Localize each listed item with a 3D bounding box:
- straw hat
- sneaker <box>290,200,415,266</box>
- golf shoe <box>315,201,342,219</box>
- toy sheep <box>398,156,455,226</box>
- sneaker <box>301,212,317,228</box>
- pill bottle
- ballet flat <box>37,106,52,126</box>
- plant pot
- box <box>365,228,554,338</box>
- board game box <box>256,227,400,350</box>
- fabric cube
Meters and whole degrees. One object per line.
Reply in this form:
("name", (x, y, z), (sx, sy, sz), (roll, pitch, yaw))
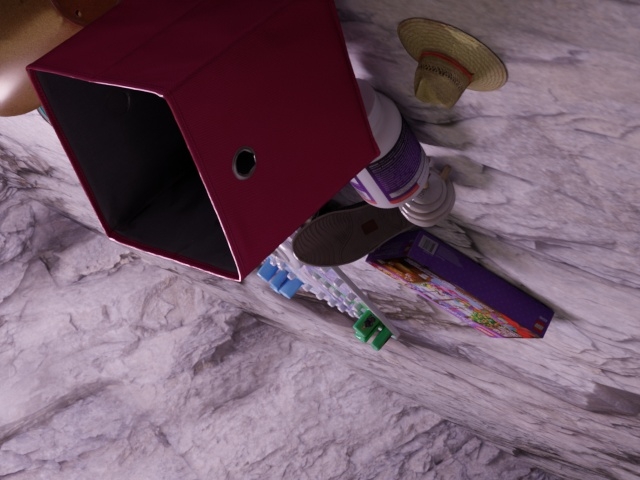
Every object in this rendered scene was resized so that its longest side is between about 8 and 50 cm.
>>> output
("straw hat", (0.135, -0.180, 1.362), (0.144, 0.061, 0.144), (27, 168, 6))
("sneaker", (0.051, -0.014, 1.888), (0.118, 0.222, 0.083), (164, 85, -76))
("golf shoe", (0.000, 0.000, 2.264), (0.120, 0.105, 0.273), (25, 170, -22))
("toy sheep", (0.149, -0.065, 1.723), (0.091, 0.091, 0.132), (23, 166, 19))
("sneaker", (-0.068, -0.099, 1.949), (0.147, 0.130, 0.330), (28, 168, -13))
("pill bottle", (0.065, -0.129, 1.597), (0.108, 0.108, 0.193), (20, 165, 30))
("ballet flat", (-0.475, -0.228, 2.420), (0.203, 0.074, 0.074), (28, 167, -12))
("plant pot", (-0.377, -0.305, 1.634), (0.237, 0.237, 0.254), (36, 151, -32))
("box", (0.243, 0.082, 2.170), (0.293, 0.057, 0.201), (31, 168, -14))
("board game box", (-0.086, 0.010, 2.067), (0.390, 0.050, 0.390), (47, 168, -32))
("fabric cube", (-0.127, -0.147, 1.414), (0.259, 0.258, 0.254), (16, 137, 41))
